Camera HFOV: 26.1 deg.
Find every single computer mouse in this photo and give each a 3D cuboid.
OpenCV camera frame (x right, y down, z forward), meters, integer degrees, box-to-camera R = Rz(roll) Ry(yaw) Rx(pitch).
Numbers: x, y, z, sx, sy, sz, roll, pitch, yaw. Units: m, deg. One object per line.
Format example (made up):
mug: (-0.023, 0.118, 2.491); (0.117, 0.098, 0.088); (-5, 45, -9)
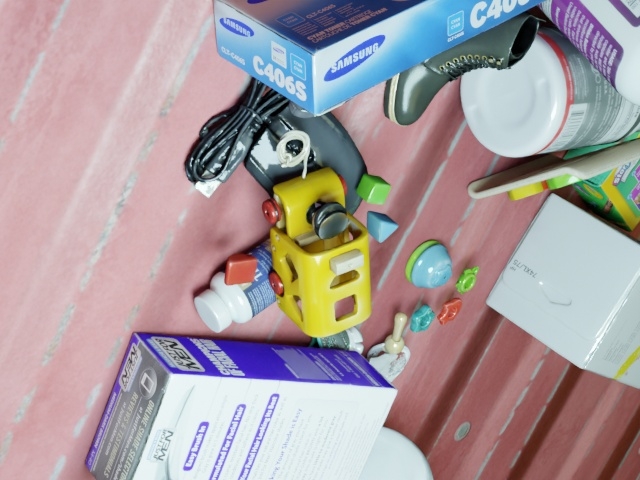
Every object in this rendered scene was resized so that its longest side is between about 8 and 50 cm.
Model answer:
computer mouse: (-0.021, -0.082, 1.576); (0.188, 0.072, 0.272); (-53, 143, -3)

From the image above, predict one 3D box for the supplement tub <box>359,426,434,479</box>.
supplement tub: (0.078, 0.434, 1.960); (0.207, 0.207, 0.338); (-38, 140, -21)

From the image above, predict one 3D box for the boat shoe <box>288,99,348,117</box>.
boat shoe: (0.030, -0.196, 1.525); (0.206, 0.075, 0.065); (-41, 169, -46)

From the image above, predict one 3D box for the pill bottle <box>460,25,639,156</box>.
pill bottle: (0.330, -0.200, 1.789); (0.283, 0.161, 0.161); (-11, 125, -43)

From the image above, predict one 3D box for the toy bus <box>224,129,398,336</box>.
toy bus: (0.005, 0.008, 1.537); (0.202, 0.104, 0.191); (27, 100, -43)

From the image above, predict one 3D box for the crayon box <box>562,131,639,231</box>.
crayon box: (0.488, -0.169, 2.045); (0.278, 0.081, 0.165); (-53, 142, -3)

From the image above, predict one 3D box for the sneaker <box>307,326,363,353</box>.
sneaker: (-0.013, 0.179, 1.805); (0.076, 0.065, 0.166); (19, 100, -35)

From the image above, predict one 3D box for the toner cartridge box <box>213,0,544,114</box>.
toner cartridge box: (0.073, -0.259, 1.467); (0.348, 0.165, 0.075); (-30, 135, -30)

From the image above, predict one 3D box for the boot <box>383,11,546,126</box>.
boot: (0.166, -0.206, 1.628); (0.077, 0.137, 0.198); (9, 111, -49)

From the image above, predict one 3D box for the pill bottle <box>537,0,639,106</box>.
pill bottle: (0.383, -0.264, 1.619); (0.169, 0.301, 0.169); (-25, 149, -16)

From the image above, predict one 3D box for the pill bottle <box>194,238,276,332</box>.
pill bottle: (-0.086, 0.054, 1.612); (0.120, 0.067, 0.067); (-35, 138, -24)

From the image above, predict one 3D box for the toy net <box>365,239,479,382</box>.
toy net: (0.124, 0.114, 1.905); (0.232, 0.045, 0.122); (-57, 144, 5)

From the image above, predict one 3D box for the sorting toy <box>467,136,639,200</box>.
sorting toy: (0.330, -0.093, 1.845); (0.193, 0.208, 0.038); (-20, 97, -37)

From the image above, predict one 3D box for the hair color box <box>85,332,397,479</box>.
hair color box: (-0.091, 0.223, 1.660); (0.338, 0.110, 0.185); (8, 111, -40)

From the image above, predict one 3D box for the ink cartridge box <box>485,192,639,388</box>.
ink cartridge box: (0.427, 0.084, 2.076); (0.270, 0.198, 0.197); (20, 102, -52)
